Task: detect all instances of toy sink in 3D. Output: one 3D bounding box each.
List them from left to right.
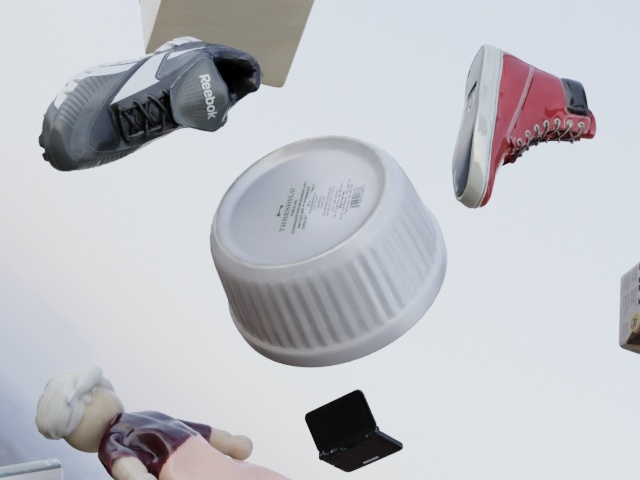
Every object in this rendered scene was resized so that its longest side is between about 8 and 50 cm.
[{"bbox_3d":[-0.108,-0.278,1.493,0.153,0.131,0.234,12,30,-18],"label":"toy sink"}]

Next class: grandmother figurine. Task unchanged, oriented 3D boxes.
[{"bbox_3d":[-0.143,0.226,1.386,0.342,0.104,0.208,25,3,20],"label":"grandmother figurine"}]

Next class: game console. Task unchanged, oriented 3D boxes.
[{"bbox_3d":[0.053,0.303,2.191,0.122,0.071,0.107,-29,-44,32],"label":"game console"}]

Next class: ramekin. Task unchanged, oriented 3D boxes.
[{"bbox_3d":[0.000,0.000,1.230,0.207,0.207,0.109,29,-26,44],"label":"ramekin"}]

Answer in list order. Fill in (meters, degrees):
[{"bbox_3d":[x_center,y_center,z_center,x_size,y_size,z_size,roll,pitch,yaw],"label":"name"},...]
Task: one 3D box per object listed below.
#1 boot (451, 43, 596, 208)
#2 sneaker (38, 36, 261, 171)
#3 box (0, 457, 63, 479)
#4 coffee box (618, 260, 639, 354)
[{"bbox_3d":[0.264,-0.126,1.752,0.176,0.244,0.088,20,-34,-9],"label":"boot"},{"bbox_3d":[-0.136,-0.121,1.185,0.106,0.234,0.078,6,-63,36],"label":"sneaker"},{"bbox_3d":[-0.457,0.401,1.650,0.058,0.322,0.232,-175,-100,-69],"label":"box"},{"bbox_3d":[0.526,0.050,1.738,0.168,0.118,0.297,19,-35,-14],"label":"coffee box"}]
